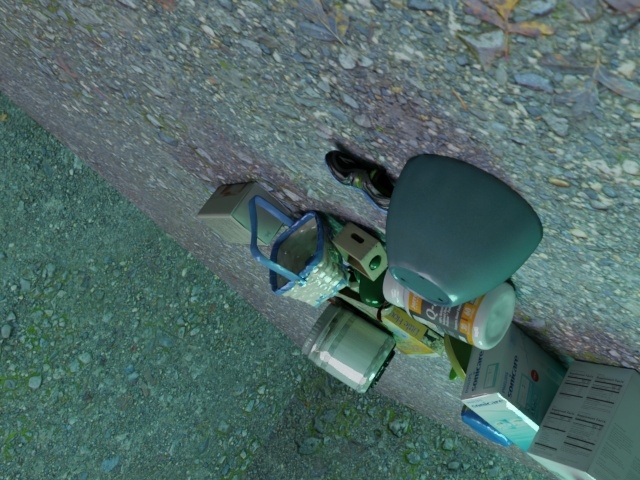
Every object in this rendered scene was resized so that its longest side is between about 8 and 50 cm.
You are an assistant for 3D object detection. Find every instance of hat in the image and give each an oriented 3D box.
[{"bbox_3d":[0.139,0.182,2.020,0.173,0.183,0.208,17,149,21],"label":"hat"}]

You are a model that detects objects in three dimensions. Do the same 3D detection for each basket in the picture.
[{"bbox_3d":[-0.073,0.022,1.899,0.289,0.201,0.254,30,-148,-29],"label":"basket"}]

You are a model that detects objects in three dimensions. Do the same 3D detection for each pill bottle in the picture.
[{"bbox_3d":[0.293,0.130,1.650,0.278,0.162,0.162,21,161,37],"label":"pill bottle"}]

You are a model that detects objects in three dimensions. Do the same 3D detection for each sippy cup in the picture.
[{"bbox_3d":[0.528,0.462,2.074,0.306,0.224,0.240,25,162,30],"label":"sippy cup"}]

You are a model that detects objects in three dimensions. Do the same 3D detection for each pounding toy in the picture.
[{"bbox_3d":[0.129,0.030,1.837,0.141,0.100,0.130,36,168,37],"label":"pounding toy"}]

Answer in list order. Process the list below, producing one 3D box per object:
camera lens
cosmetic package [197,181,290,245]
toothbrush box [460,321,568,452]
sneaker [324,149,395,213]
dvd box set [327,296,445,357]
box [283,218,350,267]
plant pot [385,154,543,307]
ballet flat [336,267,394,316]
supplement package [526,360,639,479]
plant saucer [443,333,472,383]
[{"bbox_3d":[0.102,0.365,2.412,0.274,0.219,0.219,32,165,9],"label":"camera lens"},{"bbox_3d":[-0.235,-0.080,2.141,0.153,0.129,0.296,42,163,-24],"label":"cosmetic package"},{"bbox_3d":[0.514,0.382,1.824,0.295,0.216,0.126,40,140,-20],"label":"toothbrush box"},{"bbox_3d":[0.094,-0.131,1.464,0.188,0.067,0.078,35,144,0],"label":"sneaker"},{"bbox_3d":[0.200,0.258,2.420,0.420,0.062,0.307,35,165,-5],"label":"dvd box set"},{"bbox_3d":[0.000,0.000,2.079,0.225,0.036,0.136,35,164,-10],"label":"box"},{"bbox_3d":[0.234,0.008,1.328,0.290,0.195,0.290,31,165,9],"label":"plant pot"},{"bbox_3d":[0.095,0.133,2.197,0.316,0.107,0.106,25,161,-8],"label":"ballet flat"},{"bbox_3d":[0.669,0.454,1.680,0.199,0.262,0.198,38,163,-18],"label":"supplement package"},{"bbox_3d":[0.402,0.317,1.920,0.037,0.241,0.241,-34,119,28],"label":"plant saucer"}]
